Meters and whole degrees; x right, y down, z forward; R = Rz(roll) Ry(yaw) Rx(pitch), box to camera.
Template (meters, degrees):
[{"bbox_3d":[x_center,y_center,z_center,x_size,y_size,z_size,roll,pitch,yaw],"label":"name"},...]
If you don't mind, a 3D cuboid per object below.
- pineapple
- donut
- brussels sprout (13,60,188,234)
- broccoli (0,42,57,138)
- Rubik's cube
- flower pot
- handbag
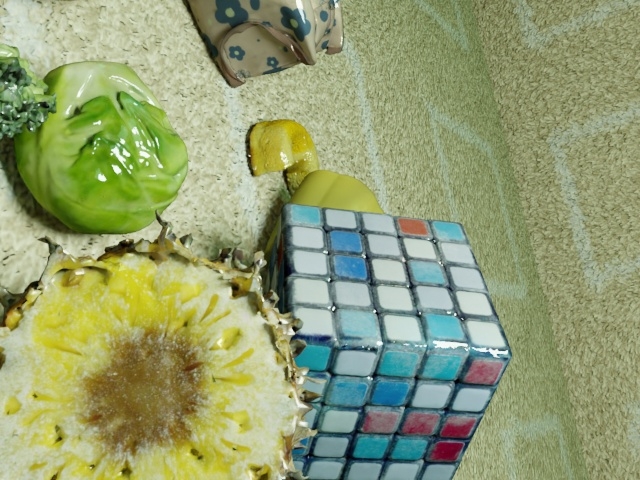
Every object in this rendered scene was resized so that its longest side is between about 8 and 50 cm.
[{"bbox_3d":[-0.169,0.160,0.733,0.300,0.352,0.352,121,-44,-79],"label":"pineapple"},{"bbox_3d":[-0.061,-0.166,1.377,0.181,0.078,0.146,31,52,-51],"label":"donut"},{"bbox_3d":[-0.280,-0.111,0.912,0.223,0.161,0.223,11,71,-32],"label":"brussels sprout"},{"bbox_3d":[-0.449,-0.271,0.651,0.353,0.275,0.397,-169,-118,-79],"label":"broccoli"},{"bbox_3d":[0.064,0.148,1.037,0.293,0.292,0.287,-101,-161,-52],"label":"Rubik's cube"},{"bbox_3d":[0.000,0.000,1.292,0.195,0.195,0.179,58,44,-23],"label":"flower pot"},{"bbox_3d":[-0.088,-0.399,1.300,0.190,0.251,0.193,-49,126,-49],"label":"handbag"}]
